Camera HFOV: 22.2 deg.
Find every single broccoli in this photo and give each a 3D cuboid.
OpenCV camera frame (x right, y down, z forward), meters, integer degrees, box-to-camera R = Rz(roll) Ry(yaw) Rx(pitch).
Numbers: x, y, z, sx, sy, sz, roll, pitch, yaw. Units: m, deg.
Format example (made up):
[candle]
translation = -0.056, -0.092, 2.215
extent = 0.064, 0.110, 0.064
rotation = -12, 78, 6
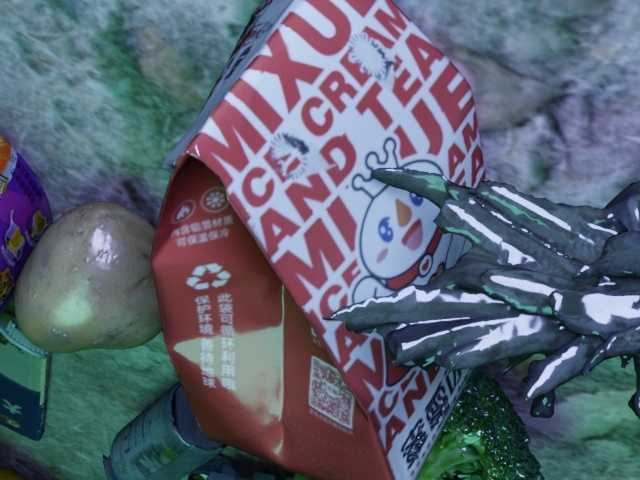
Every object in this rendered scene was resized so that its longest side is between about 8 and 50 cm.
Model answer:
[broccoli]
translation = 0.058, 0.148, 1.094
extent = 0.195, 0.156, 0.195
rotation = 25, 125, 43

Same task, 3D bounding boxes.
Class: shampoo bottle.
[shampoo bottle]
translation = -0.131, 0.170, 1.370
extent = 0.072, 0.072, 0.214
rotation = 36, 150, -8

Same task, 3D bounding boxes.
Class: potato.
[potato]
translation = -0.158, 0.030, 1.153
extent = 0.112, 0.112, 0.147
rotation = 36, 153, -9

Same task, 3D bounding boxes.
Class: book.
[book]
translation = -0.342, 0.068, 1.457
extent = 0.228, 0.018, 0.322
rotation = 28, 150, 5

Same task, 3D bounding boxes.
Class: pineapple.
[pineapple]
translation = 0.193, 0.032, 0.778
extent = 0.364, 0.165, 0.165
rotation = 16, 147, 19

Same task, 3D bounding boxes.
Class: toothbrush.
[toothbrush]
translation = -0.343, 0.017, 1.342
extent = 0.286, 0.020, 0.025
rotation = 31, 141, -2

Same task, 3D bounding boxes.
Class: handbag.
[handbag]
translation = 0.000, 0.000, 0.899
extent = 0.151, 0.171, 0.298
rotation = 18, 149, 23

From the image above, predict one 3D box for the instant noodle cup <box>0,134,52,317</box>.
[instant noodle cup]
translation = -0.326, 0.006, 1.176
extent = 0.251, 0.190, 0.251
rotation = 23, 149, 15

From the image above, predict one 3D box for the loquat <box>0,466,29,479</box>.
[loquat]
translation = -0.362, 0.333, 1.683
extent = 0.213, 0.213, 0.213
rotation = 22, 149, 14

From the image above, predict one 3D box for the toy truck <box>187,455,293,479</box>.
[toy truck]
translation = -0.054, 0.288, 1.445
extent = 0.140, 0.108, 0.256
rotation = 8, 142, 11
